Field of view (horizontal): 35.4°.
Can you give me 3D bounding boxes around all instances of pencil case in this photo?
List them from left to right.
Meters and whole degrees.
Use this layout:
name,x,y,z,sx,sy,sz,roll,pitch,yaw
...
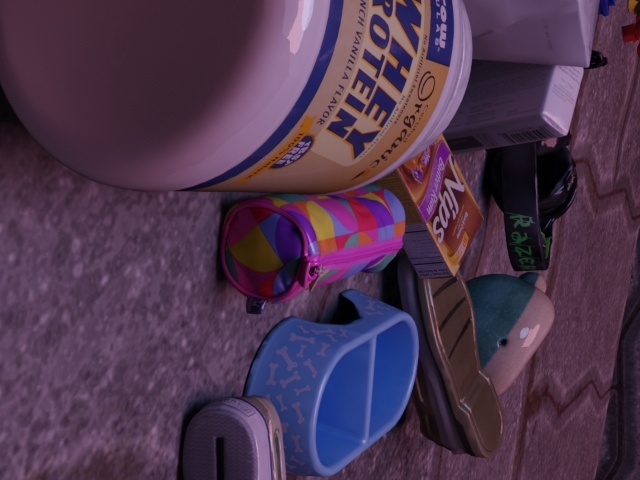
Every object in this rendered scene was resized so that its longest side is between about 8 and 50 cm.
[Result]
name,x,y,z,sx,sy,sz,roll,pitch,yaw
pencil case,0.000,0.000,0.952,0.236,0.104,0.104,-18,115,-62

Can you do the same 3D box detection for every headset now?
name,x,y,z,sx,sy,sz,roll,pitch,yaw
headset,0.332,-0.138,1.465,0.243,0.185,0.394,68,24,-47

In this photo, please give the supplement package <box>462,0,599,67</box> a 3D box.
name,x,y,z,sx,sy,sz,roll,pitch,yaw
supplement package,0.212,-0.353,1.105,0.199,0.198,0.262,33,67,-70

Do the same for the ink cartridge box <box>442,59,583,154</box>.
name,x,y,z,sx,sy,sz,roll,pitch,yaw
ink cartridge box,0.245,-0.227,1.259,0.066,0.189,0.232,36,65,-31

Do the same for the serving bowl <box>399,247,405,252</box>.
name,x,y,z,sx,sy,sz,roll,pitch,yaw
serving bowl,0.096,-0.028,1.212,0.083,0.027,0.083,-30,124,-57

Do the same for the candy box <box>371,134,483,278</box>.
name,x,y,z,sx,sy,sz,roll,pitch,yaw
candy box,0.117,-0.059,1.158,0.186,0.053,0.109,60,44,-30

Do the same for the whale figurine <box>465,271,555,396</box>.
name,x,y,z,sx,sy,sz,roll,pitch,yaw
whale figurine,0.239,0.125,1.464,0.216,0.141,0.272,-56,176,4

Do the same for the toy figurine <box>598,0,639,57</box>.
name,x,y,z,sx,sy,sz,roll,pitch,yaw
toy figurine,0.328,-0.321,1.357,0.362,0.217,0.191,44,39,-58

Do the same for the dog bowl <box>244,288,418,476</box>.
name,x,y,z,sx,sy,sz,roll,pitch,yaw
dog bowl,0.023,0.153,1.079,0.297,0.074,0.166,-20,116,-61

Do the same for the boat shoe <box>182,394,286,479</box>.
name,x,y,z,sx,sy,sz,roll,pitch,yaw
boat shoe,-0.069,0.288,0.908,0.094,0.109,0.302,-6,102,-65

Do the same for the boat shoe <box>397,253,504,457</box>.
name,x,y,z,sx,sy,sz,roll,pitch,yaw
boat shoe,0.142,0.146,1.281,0.113,0.103,0.302,-38,117,-48

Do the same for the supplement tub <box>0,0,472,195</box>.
name,x,y,z,sx,sy,sz,roll,pitch,yaw
supplement tub,-0.037,-0.145,0.680,0.316,0.228,0.228,-5,103,-63
